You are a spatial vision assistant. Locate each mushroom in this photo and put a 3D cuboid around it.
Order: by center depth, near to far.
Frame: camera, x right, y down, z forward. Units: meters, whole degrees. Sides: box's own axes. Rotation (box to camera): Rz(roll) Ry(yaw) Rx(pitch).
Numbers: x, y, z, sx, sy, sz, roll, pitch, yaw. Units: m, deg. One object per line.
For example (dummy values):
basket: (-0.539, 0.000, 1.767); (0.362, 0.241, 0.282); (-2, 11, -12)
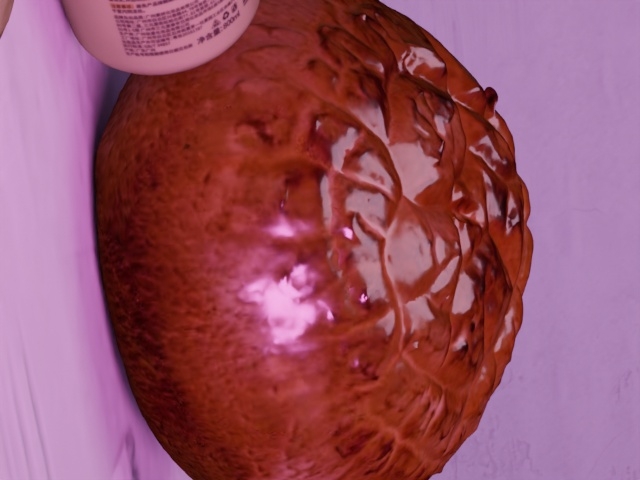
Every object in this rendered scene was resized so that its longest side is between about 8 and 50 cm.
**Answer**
mushroom: (0.000, 0.000, 0.718); (0.253, 0.153, 0.253); (19, 67, -55)

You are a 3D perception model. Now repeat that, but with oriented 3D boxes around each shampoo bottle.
shampoo bottle: (-0.071, -0.138, 0.578); (0.162, 0.079, 0.079); (77, 10, -52)

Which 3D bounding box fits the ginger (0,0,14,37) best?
ginger: (-0.103, -0.080, 0.196); (0.290, 0.089, 0.137); (-4, 71, -89)
